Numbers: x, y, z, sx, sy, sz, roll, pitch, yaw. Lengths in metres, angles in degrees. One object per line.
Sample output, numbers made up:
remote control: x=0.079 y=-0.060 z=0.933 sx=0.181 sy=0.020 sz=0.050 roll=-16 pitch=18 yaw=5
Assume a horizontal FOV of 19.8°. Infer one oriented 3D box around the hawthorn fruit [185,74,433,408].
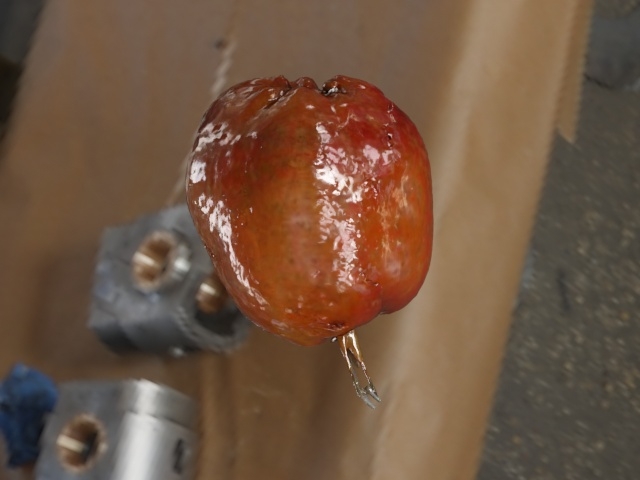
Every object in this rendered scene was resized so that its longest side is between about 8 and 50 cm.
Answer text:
hawthorn fruit: x=0.000 y=0.000 z=1.563 sx=0.211 sy=0.211 sz=0.299 roll=-14 pitch=87 yaw=31
